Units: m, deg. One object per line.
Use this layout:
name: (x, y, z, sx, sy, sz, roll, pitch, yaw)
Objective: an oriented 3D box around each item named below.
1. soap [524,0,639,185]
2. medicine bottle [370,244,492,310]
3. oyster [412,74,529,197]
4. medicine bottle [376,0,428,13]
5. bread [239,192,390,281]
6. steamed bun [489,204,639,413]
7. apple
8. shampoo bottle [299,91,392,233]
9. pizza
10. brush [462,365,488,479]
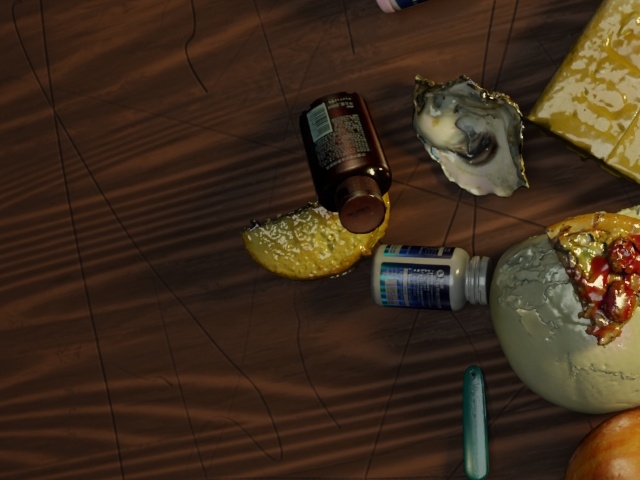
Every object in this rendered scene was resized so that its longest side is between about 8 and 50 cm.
soap: (0.500, -0.241, 1.721, 0.259, 0.143, 0.281, 32, 96, 10)
medicine bottle: (0.186, 0.063, 1.837, 0.192, 0.107, 0.107, 3, 93, 17)
oyster: (0.252, -0.175, 1.811, 0.214, 0.083, 0.223, 6, 122, 46)
medicine bottle: (0.203, -0.477, 1.788, 0.254, 0.152, 0.152, -15, 88, 17)
bread: (0.005, -0.002, 1.867, 0.261, 0.160, 0.147, -18, 93, 11)
steamed bun: (0.435, 0.113, 1.700, 0.334, 0.233, 0.312, -26, 84, 17)
apple: (0.507, 0.397, 1.674, 0.233, 0.286, 0.286, -38, 81, 30)
shampoo bottle: (0.043, -0.128, 1.774, 0.129, 0.323, 0.084, -20, 125, 3)
pizza: (0.423, 0.055, 1.562, 0.201, 0.053, 0.193, -1, 81, -4)
brush: (0.264, 0.310, 1.867, 0.043, 0.032, 0.193, -4, 79, 21)
